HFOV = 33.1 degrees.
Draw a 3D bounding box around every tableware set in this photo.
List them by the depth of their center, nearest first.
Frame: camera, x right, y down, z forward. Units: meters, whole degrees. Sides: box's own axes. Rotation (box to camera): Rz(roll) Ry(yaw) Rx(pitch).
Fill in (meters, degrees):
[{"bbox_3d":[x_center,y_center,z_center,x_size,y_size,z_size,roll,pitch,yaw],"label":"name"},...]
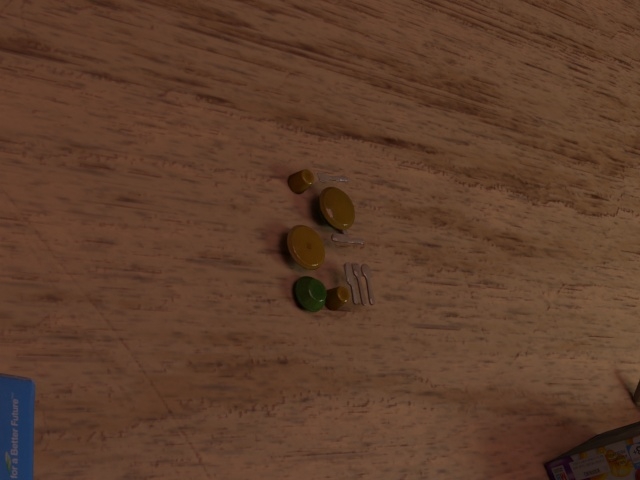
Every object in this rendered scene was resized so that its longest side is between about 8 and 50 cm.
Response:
[{"bbox_3d":[0.000,0.000,1.097,0.104,0.024,0.154,5,66,-41],"label":"tableware set"}]

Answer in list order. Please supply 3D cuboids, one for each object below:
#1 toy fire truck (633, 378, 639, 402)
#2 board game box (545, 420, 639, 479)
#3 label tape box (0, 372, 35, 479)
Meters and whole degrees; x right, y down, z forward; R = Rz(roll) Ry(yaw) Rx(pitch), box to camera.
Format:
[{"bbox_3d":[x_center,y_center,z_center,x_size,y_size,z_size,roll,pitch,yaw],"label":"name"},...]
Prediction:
[{"bbox_3d":[0.507,0.290,1.363,0.158,0.217,0.246,24,11,-35],"label":"toy fire truck"},{"bbox_3d":[0.394,0.347,1.212,0.142,0.144,0.275,-11,75,-48],"label":"board game box"},{"bbox_3d":[-0.333,0.184,0.578,0.347,0.115,0.249,15,58,-37],"label":"label tape box"}]
